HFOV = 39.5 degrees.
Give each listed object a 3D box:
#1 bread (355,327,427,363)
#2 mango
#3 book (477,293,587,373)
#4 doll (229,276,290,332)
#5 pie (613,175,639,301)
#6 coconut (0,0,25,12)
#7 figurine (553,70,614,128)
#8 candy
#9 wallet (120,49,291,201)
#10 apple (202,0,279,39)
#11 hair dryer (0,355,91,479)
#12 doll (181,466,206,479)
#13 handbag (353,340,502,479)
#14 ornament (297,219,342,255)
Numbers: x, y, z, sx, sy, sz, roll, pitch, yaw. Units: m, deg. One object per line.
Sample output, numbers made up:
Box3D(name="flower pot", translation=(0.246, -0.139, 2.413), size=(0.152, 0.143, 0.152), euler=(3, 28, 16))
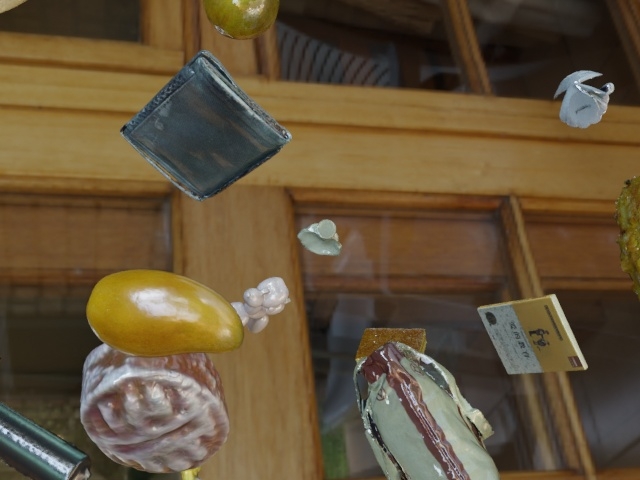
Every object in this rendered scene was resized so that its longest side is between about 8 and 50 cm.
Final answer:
Box3D(name="bread", translation=(0.107, 0.164, 1.328), size=(0.090, 0.094, 0.035), euler=(-65, -30, -61))
Box3D(name="mango", translation=(-0.178, 0.086, 1.011), size=(0.085, 0.183, 0.102), euler=(-55, -28, -64))
Box3D(name="book", translation=(0.312, 0.143, 1.331), size=(0.172, 0.012, 0.118), euler=(-21, 96, 61))
Box3D(name="doll", translation=(-0.126, 0.130, 1.765), size=(0.160, 0.161, 0.059), euler=(-36, 67, 24))
Box3D(name="pie", translation=(0.559, 0.013, 1.212), size=(0.288, 0.102, 0.355), euler=(-52, 45, 30))
Box3D(name="coconut", translation=(-0.419, -0.416, 0.999), size=(0.323, 0.322, 0.323), euler=(-178, 90, -76))
Box3D(name="figurine", translation=(0.424, -0.231, 1.430), size=(0.082, 0.094, 0.086), euler=(61, -153, -8))
Box3D(name="candy", translation=(-0.262, 0.256, 1.418), size=(0.290, 0.214, 0.157), euler=(70, -175, -47))
Box3D(name="wallet", translation=(-0.227, -0.215, 1.755), size=(0.342, 0.237, 0.075), euler=(-28, 24, 49))
Box3D(name="apple", translation=(-0.091, -0.276, 1.027), size=(0.074, 0.089, 0.090), euler=(142, 128, -66))
Box3D(name="hair dryer", translation=(-0.408, 0.240, 0.996), size=(0.244, 0.302, 0.116), euler=(-58, -21, -20))
Box3D(name="doll", translation=(-0.205, 0.531, 1.645), size=(0.241, 0.098, 0.135), euler=(56, 134, 17))
Box3D(name="handbag", translation=(0.122, 0.218, 0.963), size=(0.235, 0.127, 0.213), euler=(63, 175, 10))
Box3D(name="ornament", translation=(0.000, -0.001, 1.358), size=(0.092, 0.068, 0.041), euler=(-7, 57, 55))
